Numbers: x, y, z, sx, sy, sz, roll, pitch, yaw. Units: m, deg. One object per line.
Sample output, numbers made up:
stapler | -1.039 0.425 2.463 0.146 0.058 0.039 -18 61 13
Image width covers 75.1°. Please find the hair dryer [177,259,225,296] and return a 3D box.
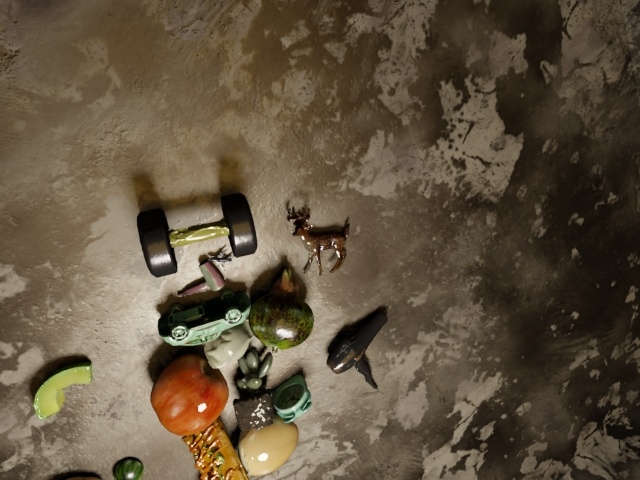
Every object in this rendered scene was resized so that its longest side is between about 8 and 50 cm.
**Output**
hair dryer | -0.412 0.147 1.404 0.154 0.054 0.106 -34 109 -3

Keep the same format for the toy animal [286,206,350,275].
toy animal | -0.011 -0.004 1.494 0.244 0.087 0.259 -10 108 -31

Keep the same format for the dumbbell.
dumbbell | -0.372 -0.020 1.281 0.323 0.204 0.203 -13 110 -15

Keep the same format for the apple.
apple | -0.447 0.519 1.400 0.241 0.242 0.242 -45 115 -1

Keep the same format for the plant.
plant | -0.243 0.534 1.504 0.147 0.149 0.274 -2 83 -9

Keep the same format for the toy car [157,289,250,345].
toy car | -0.383 0.271 1.404 0.306 0.136 0.125 -14 118 -17

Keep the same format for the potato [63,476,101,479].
potato | -0.836 0.880 1.436 0.178 0.109 0.118 6 82 -26

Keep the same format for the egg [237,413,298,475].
egg | -0.200 0.763 1.576 0.245 0.201 0.201 -17 110 -15

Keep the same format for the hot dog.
hot dog | -0.372 0.803 1.489 0.158 0.117 0.348 -31 81 22

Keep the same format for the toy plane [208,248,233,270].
toy plane | -0.338 0.065 1.412 0.083 0.031 0.078 4 104 -22

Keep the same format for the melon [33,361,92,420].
melon | -0.828 0.470 1.344 0.210 0.064 0.118 -31 112 -11

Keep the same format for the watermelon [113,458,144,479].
watermelon | -0.694 0.846 1.501 0.106 0.062 0.105 -4 107 -13

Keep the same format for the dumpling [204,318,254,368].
dumpling | -0.327 0.347 1.459 0.181 0.155 0.111 -26 154 -50

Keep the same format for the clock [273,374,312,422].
clock | -0.104 0.604 1.569 0.148 0.188 0.060 -31 113 -6

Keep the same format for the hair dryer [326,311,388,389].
hair dryer | 0.194 0.486 1.711 0.304 0.120 0.359 -41 126 -20

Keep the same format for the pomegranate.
pomegranate | -0.142 0.244 1.467 0.204 0.276 0.222 -32 150 29
